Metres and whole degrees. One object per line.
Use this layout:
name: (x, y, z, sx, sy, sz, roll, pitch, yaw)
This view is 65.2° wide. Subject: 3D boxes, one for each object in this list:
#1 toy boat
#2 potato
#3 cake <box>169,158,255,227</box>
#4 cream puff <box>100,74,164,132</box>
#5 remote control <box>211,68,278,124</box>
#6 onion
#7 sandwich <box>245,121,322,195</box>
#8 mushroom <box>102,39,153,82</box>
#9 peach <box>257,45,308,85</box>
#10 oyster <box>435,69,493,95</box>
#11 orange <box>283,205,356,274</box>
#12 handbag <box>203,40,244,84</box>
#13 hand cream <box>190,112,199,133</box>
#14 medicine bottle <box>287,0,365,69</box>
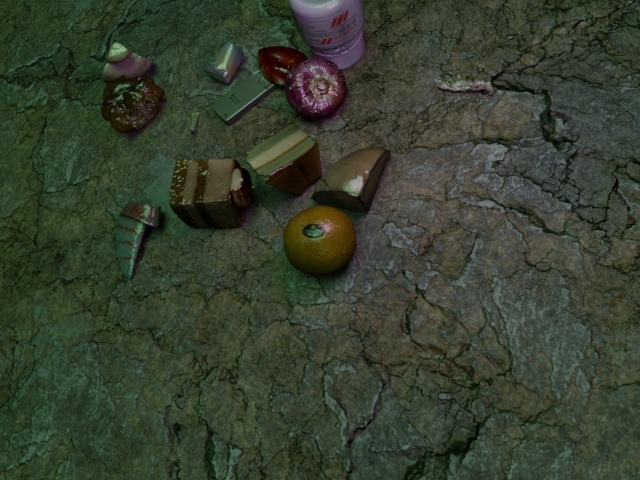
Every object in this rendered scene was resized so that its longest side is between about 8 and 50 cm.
toy boat: (-0.692, -0.002, 1.842, 0.206, 0.096, 0.282, 9, 83, 25)
potato: (0.098, -0.239, 1.658, 0.211, 0.189, 0.264, 19, 74, 21)
cake: (-0.357, -0.167, 1.753, 0.293, 0.199, 0.196, -2, 63, 9)
cream puff: (-0.778, -0.560, 2.049, 0.241, 0.155, 0.269, 9, 64, 13)
remote control: (-0.291, -0.580, 1.989, 0.285, 0.038, 0.123, -41, 65, -7)
onion: (-0.023, -0.553, 1.849, 0.230, 0.163, 0.230, -1, 93, -19)
sandwich: (-0.126, -0.246, 1.713, 0.227, 0.198, 0.155, -35, 61, -17)
mushroom: (-0.816, -0.724, 2.122, 0.162, 0.236, 0.173, 19, 98, -15)
peach: (-0.154, -0.715, 1.976, 0.279, 0.068, 0.189, 40, 67, 22)
oyster: (0.504, -0.564, 1.756, 0.200, 0.061, 0.106, 4, 68, 16)
orange: (0.000, 0.000, 1.573, 0.236, 0.236, 0.236, -5, 67, 13)
handbag: (-0.388, -0.737, 2.046, 0.117, 0.095, 0.173, 27, 80, 19)
hand cream: (-0.507, -0.471, 2.008, 0.035, 0.022, 0.102, -7, 61, 12)
medicine bottle: (0.036, -0.813, 1.837, 0.256, 0.325, 0.256, -5, 67, 11)
